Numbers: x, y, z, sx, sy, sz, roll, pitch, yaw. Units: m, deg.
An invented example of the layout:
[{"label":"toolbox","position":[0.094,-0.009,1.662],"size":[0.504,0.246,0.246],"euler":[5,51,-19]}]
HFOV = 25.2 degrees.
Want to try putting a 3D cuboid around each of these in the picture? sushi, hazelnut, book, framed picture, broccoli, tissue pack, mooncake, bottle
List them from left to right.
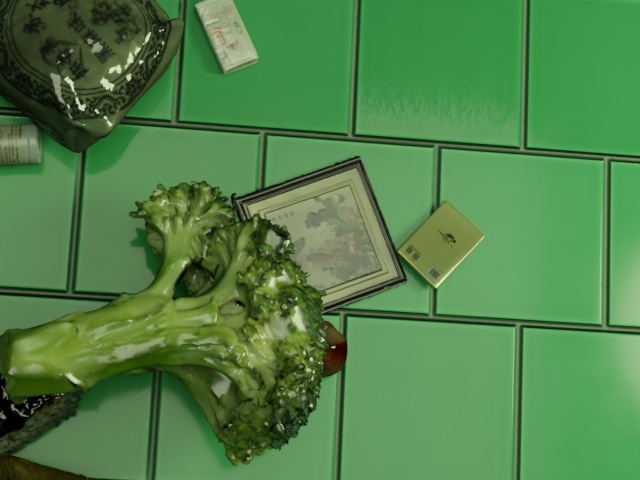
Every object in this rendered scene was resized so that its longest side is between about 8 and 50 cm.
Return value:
[{"label":"bottle","position":[-0.488,-0.127,1.937],"size":[0.217,0.060,0.060],"euler":[-2,80,-9]},{"label":"sushi","position":[-0.427,0.220,1.845],"size":[0.225,0.136,0.126],"euler":[-28,76,-6]},{"label":"mooncake","position":[-0.329,-0.276,1.933],"size":[0.254,0.136,0.250],"euler":[41,68,2]},{"label":"broccoli","position":[-0.170,0.148,1.793],"size":[0.353,0.275,0.397],"euler":[24,38,26]},{"label":"tissue pack","position":[-0.133,-0.293,2.030],"size":[0.056,0.023,0.108],"euler":[-22,83,-11]},{"label":"hazelnut","position":[-0.006,0.149,1.942],"size":[0.086,0.086,0.086],"euler":[1,80,-7]},{"label":"framed picture","position":[0.000,0.000,2.000],"size":[0.195,0.010,0.199],"euler":[-19,83,-10]},{"label":"book","position":[0.169,0.006,2.014],"size":[0.077,0.014,0.111],"euler":[45,71,2]}]

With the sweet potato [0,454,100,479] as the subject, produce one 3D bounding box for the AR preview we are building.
[{"label":"sweet potato","position":[-0.270,0.394,1.829],"size":[0.370,0.158,0.158],"euler":[26,78,-12]}]
